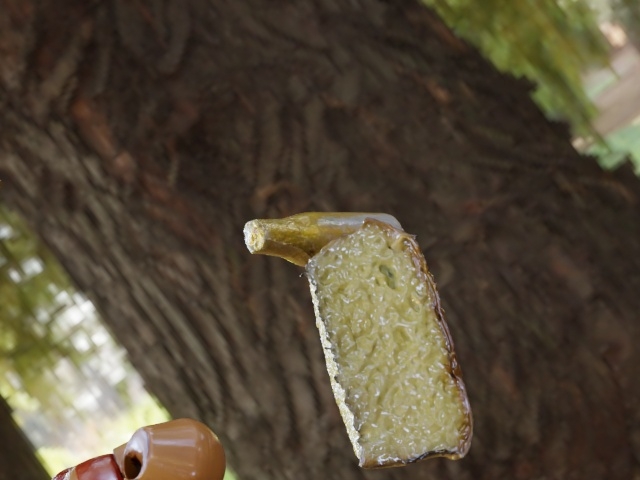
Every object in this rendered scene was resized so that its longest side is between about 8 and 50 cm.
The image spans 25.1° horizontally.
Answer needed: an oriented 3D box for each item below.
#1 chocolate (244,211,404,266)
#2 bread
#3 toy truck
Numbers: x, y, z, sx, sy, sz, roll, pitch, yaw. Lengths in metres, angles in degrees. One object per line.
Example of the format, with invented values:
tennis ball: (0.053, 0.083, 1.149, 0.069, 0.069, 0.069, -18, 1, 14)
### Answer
chocolate: (0.000, 0.000, 1.741, 0.219, 0.085, 0.086, 3, -30, -40)
bread: (0.066, 0.117, 1.458, 0.129, 0.260, 0.134, -15, -20, -4)
toy truck: (-0.210, 0.361, 1.866, 0.239, 0.265, 0.189, -29, 36, -4)
